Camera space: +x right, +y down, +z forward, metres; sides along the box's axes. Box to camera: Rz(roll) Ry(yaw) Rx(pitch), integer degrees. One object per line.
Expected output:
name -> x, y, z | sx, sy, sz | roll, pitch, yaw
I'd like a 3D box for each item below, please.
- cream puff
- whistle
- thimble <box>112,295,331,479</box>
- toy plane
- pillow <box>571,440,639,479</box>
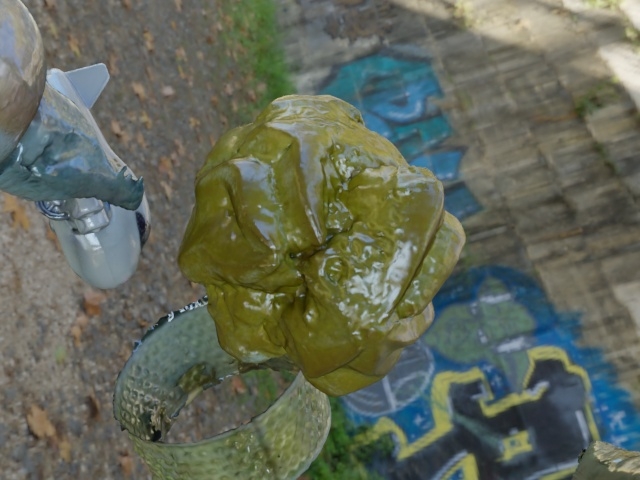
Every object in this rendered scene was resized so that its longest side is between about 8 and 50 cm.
cream puff -> -0.002, -0.009, 0.925 | 0.274, 0.323, 0.270 | 27, -10, -32
whistle -> -0.277, -0.095, 0.708 | 0.348, 0.189, 0.189 | 43, 28, -53
thimble -> -0.124, 0.208, 1.123 | 0.271, 0.271, 0.150 | -98, 172, -55
toy plane -> -0.274, -0.073, 0.978 | 0.267, 0.122, 0.267 | 163, -90, -77
pillow -> 0.260, 0.252, 0.631 | 0.185, 0.075, 0.302 | -65, -168, -13
